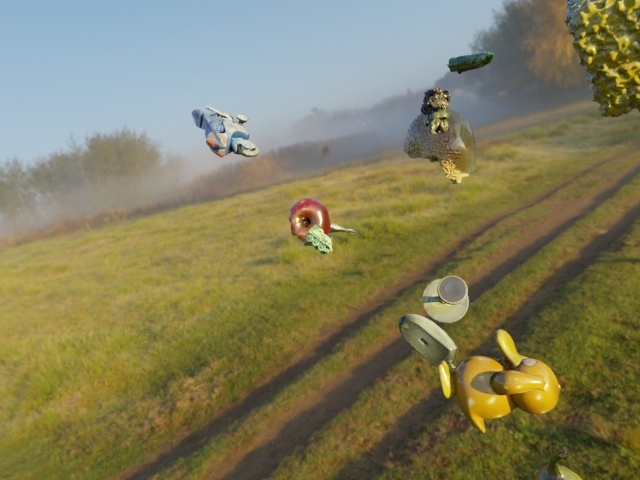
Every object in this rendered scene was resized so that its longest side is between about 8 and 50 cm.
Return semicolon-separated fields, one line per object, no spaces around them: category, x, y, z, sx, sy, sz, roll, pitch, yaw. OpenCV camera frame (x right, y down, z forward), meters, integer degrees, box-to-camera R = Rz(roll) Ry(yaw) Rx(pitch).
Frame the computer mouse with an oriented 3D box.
computer mouse;0.355;0.320;1.534;0.068;0.229;0.113;-32;-20;-50

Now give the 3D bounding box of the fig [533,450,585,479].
fig;0.582;0.587;1.154;0.149;0.245;0.149;-18;22;8

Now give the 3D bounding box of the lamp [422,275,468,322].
lamp;0.332;0.154;1.247;0.121;0.121;0.215;-17;-18;-1

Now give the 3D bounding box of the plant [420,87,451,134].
plant;0.316;-0.348;1.290;0.085;0.087;0.174;-4;52;15

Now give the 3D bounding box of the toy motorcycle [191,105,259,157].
toy motorcycle;-0.222;-0.248;1.097;0.114;0.076;0.205;-5;41;-34

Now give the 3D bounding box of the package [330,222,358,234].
package;0.054;-0.050;1.878;0.166;0.040;0.232;10;-1;-5

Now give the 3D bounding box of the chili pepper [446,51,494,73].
chili pepper;0.591;-0.697;1.835;0.088;0.059;0.227;6;7;-21

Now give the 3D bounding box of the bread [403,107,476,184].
bread;0.404;-0.346;1.596;0.171;0.192;0.314;-9;42;-21

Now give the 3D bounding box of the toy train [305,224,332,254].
toy train;0.000;0.000;1.232;0.053;0.083;0.033;-47;-26;-17

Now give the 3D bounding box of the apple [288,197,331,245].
apple;-0.035;-0.063;1.631;0.147;0.156;0.158;-45;-6;1

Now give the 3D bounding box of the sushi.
sushi;0.812;-0.515;1.250;0.240;0.351;0.396;-17;26;35

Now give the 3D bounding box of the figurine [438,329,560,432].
figurine;0.410;0.329;1.091;0.228;0.215;0.215;-38;3;15
